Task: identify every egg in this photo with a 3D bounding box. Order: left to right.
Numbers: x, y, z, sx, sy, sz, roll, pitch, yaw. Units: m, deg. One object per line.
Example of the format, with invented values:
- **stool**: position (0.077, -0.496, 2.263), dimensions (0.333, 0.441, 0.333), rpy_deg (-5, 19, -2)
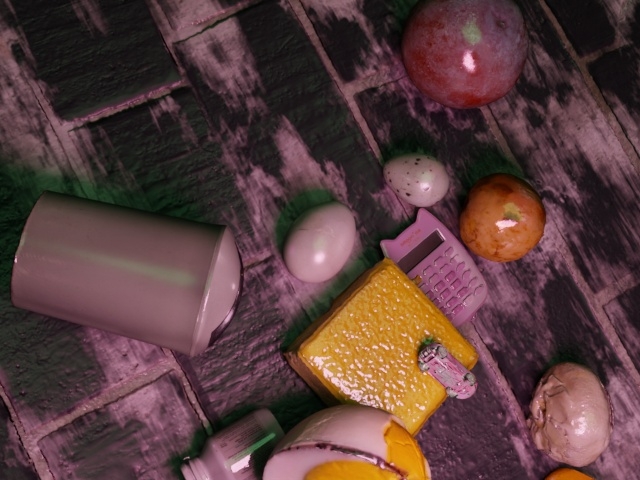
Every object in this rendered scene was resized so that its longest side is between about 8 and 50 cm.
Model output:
- **egg**: position (0.000, 0.000, 1.663), dimensions (0.151, 0.151, 0.209), rpy_deg (33, 69, -5)
- **egg**: position (0.061, 0.436, 1.462), dimensions (0.337, 0.337, 0.201), rpy_deg (26, 39, -7)
- **egg**: position (0.230, -0.153, 1.769), dimensions (0.164, 0.131, 0.131), rpy_deg (31, 72, 9)

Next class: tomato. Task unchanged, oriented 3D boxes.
- **tomato**: position (0.353, -0.482, 1.802), dimensions (0.316, 0.282, 0.317), rpy_deg (6, 77, -25)

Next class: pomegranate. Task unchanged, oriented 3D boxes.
- **pomegranate**: position (0.443, -0.054, 1.751), dimensions (0.215, 0.215, 0.215), rpy_deg (3, 77, -13)

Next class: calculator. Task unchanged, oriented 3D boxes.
- **calculator**: position (0.279, 0.079, 1.774), dimensions (0.194, 0.043, 0.294), rpy_deg (-39, 92, -19)

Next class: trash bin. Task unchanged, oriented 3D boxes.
- **trash bin**: position (-0.373, 0.067, 1.498), dimensions (0.431, 0.280, 0.280), rpy_deg (14, 75, -7)

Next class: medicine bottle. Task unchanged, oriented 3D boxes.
- **medicine bottle**: position (-0.177, 0.454, 1.525), dimensions (0.215, 0.135, 0.135), rpy_deg (-28, 85, -18)

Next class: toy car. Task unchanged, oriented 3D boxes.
- **toy car**: position (0.273, 0.276, 1.565), dimensions (0.142, 0.069, 0.055), rpy_deg (43, 35, -2)

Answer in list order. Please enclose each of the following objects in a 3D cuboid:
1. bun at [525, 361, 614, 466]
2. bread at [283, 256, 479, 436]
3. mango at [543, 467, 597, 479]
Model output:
- **bun**: position (0.554, 0.394, 1.674), dimensions (0.141, 0.239, 0.239), rpy_deg (8, 76, -10)
- **bread**: position (0.141, 0.262, 1.643), dimensions (0.323, 0.143, 0.333), rpy_deg (-43, 91, -17)
- **mango**: position (0.561, 0.658, 1.658), dimensions (0.187, 0.138, 0.257), rpy_deg (27, 66, 6)
